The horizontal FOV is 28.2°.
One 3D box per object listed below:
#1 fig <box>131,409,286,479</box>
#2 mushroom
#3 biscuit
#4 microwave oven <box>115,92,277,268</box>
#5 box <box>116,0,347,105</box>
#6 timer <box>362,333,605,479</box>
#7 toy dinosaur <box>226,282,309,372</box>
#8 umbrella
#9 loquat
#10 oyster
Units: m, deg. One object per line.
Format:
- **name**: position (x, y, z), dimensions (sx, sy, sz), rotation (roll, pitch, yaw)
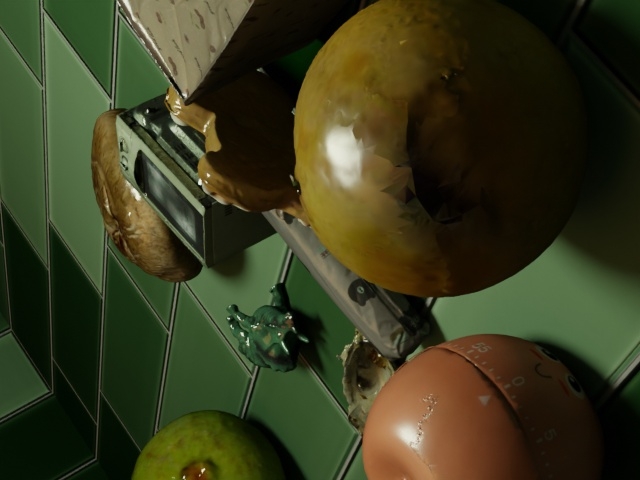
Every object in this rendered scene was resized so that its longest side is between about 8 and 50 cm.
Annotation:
- **fig**: position (-0.188, 0.420, 2.136), dimensions (0.258, 0.258, 0.326), rotation (57, 168, 9)
- **mushroom**: position (-0.255, -0.061, 1.867), dimensions (0.278, 0.146, 0.278), rotation (157, 90, -87)
- **biscuit**: position (-0.069, -0.109, 1.398), dimensions (0.047, 0.216, 0.339), rotation (-60, 32, 23)
- **microwave oven**: position (-0.142, -0.094, 1.601), dimensions (0.205, 0.163, 0.129), rotation (44, 151, 31)
- **box**: position (-0.082, -0.307, 1.240), dimensions (0.225, 0.190, 0.297), rotation (58, 156, 4)
- **timer**: position (0.164, 0.208, 1.284), dimensions (0.230, 0.215, 0.229), rotation (37, 139, 41)
- **toy dinosaur**: position (-0.090, 0.129, 1.845), dimensions (0.120, 0.079, 0.292), rotation (67, 158, -7)
- **umbrella**: position (0.000, 0.000, 1.484), dimensions (0.337, 0.067, 0.073), rotation (49, 152, 0)
- **loquat**: position (0.100, -0.081, 1.088), dimensions (0.263, 0.263, 0.263), rotation (44, 150, 34)
- **oyster**: position (0.072, 0.185, 1.618), dimensions (0.105, 0.056, 0.177), rotation (-1, 116, 50)
